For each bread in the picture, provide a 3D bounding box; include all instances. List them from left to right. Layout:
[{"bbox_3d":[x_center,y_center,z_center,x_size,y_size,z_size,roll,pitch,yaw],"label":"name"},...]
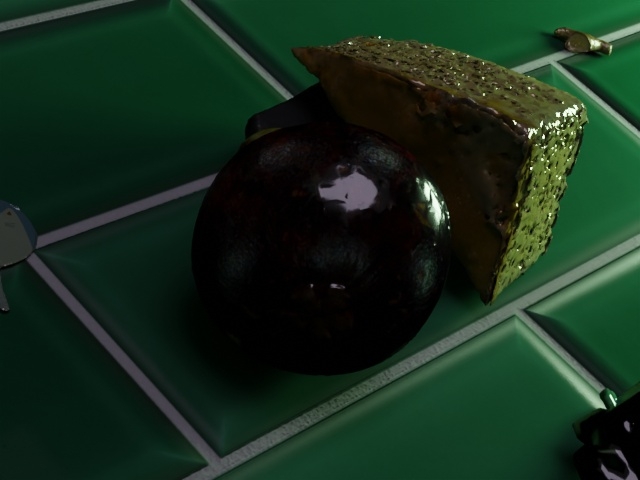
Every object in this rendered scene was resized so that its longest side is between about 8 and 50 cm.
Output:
[{"bbox_3d":[0.140,-0.096,1.843,0.315,0.279,0.248,15,26,27],"label":"bread"}]

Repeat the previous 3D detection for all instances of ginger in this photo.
[{"bbox_3d":[0.411,-0.309,2.346,0.097,0.030,0.048,19,37,-5],"label":"ginger"}]

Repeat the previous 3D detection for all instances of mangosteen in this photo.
[{"bbox_3d":[0.000,0.000,1.585,0.288,0.288,0.288,15,40,-13],"label":"mangosteen"}]

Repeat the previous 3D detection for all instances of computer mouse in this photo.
[{"bbox_3d":[0.002,-0.118,1.860,0.137,0.086,0.269,45,39,9],"label":"computer mouse"}]

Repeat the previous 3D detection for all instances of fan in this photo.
[{"bbox_3d":[-0.350,0.011,1.593,0.113,0.005,0.175,1,45,-27],"label":"fan"}]

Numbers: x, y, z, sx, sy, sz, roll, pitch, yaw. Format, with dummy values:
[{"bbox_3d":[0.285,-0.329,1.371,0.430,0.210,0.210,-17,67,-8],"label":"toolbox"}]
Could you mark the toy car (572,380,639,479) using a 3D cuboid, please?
[{"bbox_3d":[0.414,0.254,1.584,0.176,0.213,0.359,32,24,-55],"label":"toy car"}]
